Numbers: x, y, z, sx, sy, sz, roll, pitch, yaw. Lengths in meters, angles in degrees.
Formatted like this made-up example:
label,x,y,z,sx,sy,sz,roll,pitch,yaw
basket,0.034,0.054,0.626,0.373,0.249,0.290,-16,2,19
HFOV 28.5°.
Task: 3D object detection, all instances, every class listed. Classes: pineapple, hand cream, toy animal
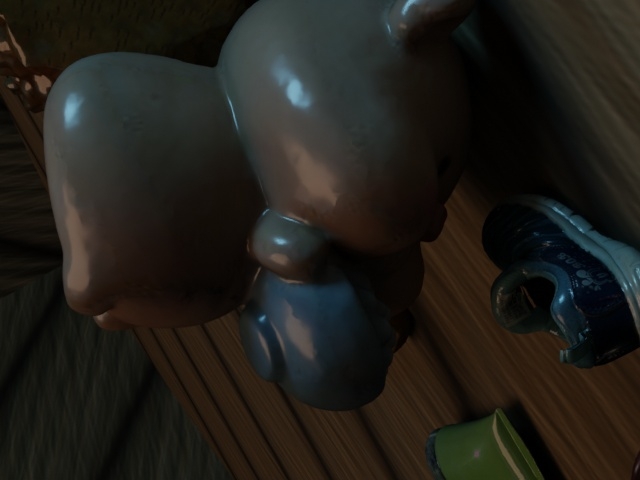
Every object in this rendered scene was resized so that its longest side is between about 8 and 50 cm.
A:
label,x,y,z,sx,sy,sz,roll,pitch,yaw
pineapple,-0.132,-0.166,0.923,0.223,0.223,0.357,59,176,5
hand cream,0.133,0.177,0.997,0.095,0.046,0.175,60,159,2
toy animal,-0.036,-0.039,0.711,0.221,0.229,0.210,18,164,7

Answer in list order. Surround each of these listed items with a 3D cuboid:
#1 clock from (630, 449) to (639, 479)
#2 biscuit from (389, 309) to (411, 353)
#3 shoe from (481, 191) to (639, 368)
label,x,y,z,sx,sy,sz,roll,pitch,yaw
clock,0.260,0.205,0.556,0.318,0.080,0.318,48,160,24
biscuit,0.000,0.000,1.101,0.238,0.041,0.212,53,166,22
shoe,0.124,0.024,0.672,0.143,0.071,0.064,45,159,57
